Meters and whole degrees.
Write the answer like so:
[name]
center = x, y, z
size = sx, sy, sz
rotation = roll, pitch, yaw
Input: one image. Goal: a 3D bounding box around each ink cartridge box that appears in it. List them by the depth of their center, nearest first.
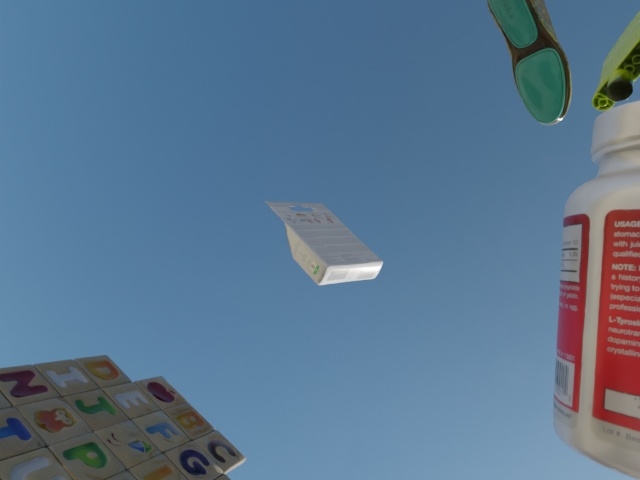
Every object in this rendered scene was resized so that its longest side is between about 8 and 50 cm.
[ink cartridge box]
center = 0.000, 0.000, 1.035
size = 0.225, 0.181, 0.056
rotation = 43, -61, 34

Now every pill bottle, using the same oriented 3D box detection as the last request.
[pill bottle]
center = 0.409, 0.052, 0.578
size = 0.229, 0.229, 0.407
rotation = 3, -92, 31

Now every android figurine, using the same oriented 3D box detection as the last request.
[android figurine]
center = 0.608, -0.371, 0.928
size = 0.056, 0.273, 0.248
rotation = 32, -42, 9

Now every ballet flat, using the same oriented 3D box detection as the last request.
[ballet flat]
center = 0.480, -0.434, 1.093
size = 0.123, 0.123, 0.348
rotation = -20, -72, 34

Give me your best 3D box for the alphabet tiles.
[alphabet tiles]
center = -0.220, 0.219, 0.508
size = 0.285, 0.342, 0.011
rotation = 35, -85, 20
